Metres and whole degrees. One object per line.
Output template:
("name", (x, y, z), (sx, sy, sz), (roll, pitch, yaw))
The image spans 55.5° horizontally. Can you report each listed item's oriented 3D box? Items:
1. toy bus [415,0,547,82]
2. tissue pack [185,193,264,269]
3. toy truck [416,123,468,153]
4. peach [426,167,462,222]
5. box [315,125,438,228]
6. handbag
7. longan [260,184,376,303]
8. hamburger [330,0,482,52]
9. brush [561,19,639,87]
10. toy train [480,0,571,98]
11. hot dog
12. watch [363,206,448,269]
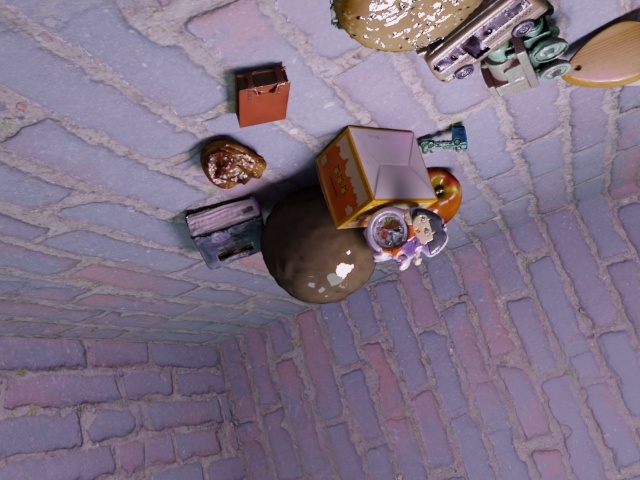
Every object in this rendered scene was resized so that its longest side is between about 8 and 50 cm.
("toy bus", (0.349, -0.500, 1.389), (0.289, 0.139, 0.157), (-32, 153, 35))
("tissue pack", (-0.327, -0.024, 2.207), (0.259, 0.122, 0.361), (-18, 160, -8))
("toy truck", (0.406, -0.340, 2.046), (0.175, 0.081, 0.067), (-2, 165, 16))
("peach", (0.421, -0.154, 2.414), (0.248, 0.245, 0.275), (14, 168, -5))
("box", (0.173, -0.193, 1.935), (0.283, 0.260, 0.214), (-3, 159, -36))
("handbag", (-0.145, -0.352, 1.503), (0.127, 0.063, 0.190), (-13, 164, -12))
("longan", (-0.007, 0.002, 2.101), (0.404, 0.436, 0.404), (-6, 139, -5))
("hamburger", (0.164, -0.497, 1.145), (0.318, 0.195, 0.277), (-12, 160, -8))
("brush", (0.838, -0.516, 1.764), (0.266, 0.174, 0.166), (-16, 173, 23))
("toy train", (0.519, -0.488, 1.581), (0.221, 0.150, 0.304), (-18, 165, 24))
("hot dog", (-0.248, -0.218, 1.747), (0.160, 0.099, 0.227), (-25, 158, 22))
("watch", (0.265, -0.008, 1.861), (0.244, 0.196, 0.231), (-23, 168, 9))
